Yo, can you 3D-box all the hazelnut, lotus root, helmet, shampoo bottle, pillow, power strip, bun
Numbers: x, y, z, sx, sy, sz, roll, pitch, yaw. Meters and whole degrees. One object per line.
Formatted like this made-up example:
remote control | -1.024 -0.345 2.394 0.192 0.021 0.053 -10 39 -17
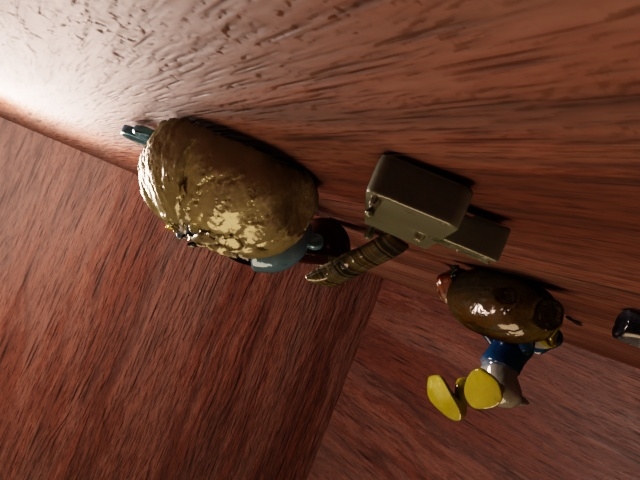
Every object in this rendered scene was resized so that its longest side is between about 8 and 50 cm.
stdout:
hazelnut | 0.299 0.103 1.081 0.087 0.086 0.086 22 177 1
lotus root | 0.324 0.121 0.880 0.124 0.122 0.241 13 -178 -19
helmet | 0.000 0.000 1.085 0.155 0.106 0.175 5 172 22
shampoo bottle | 0.557 0.164 0.692 0.234 0.049 0.087 20 175 20
pillow | 0.078 0.047 1.005 0.204 0.038 0.113 -29 153 22
power strip | 0.116 -0.015 0.504 0.145 0.061 0.216 22 178 7
bun | -0.135 -0.058 0.686 0.260 0.152 0.259 19 177 1

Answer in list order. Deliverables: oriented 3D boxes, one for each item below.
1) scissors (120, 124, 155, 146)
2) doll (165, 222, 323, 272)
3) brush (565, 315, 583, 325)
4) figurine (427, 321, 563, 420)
scissors | -0.223 -0.143 0.866 0.256 0.030 0.125 23 175 -40
doll | -0.147 -0.029 0.969 0.315 0.177 0.141 13 142 5
brush | 0.619 0.197 1.181 0.083 0.008 0.024 24 177 -35
figurine | 0.415 0.223 1.084 0.339 0.283 0.205 -7 175 -31
